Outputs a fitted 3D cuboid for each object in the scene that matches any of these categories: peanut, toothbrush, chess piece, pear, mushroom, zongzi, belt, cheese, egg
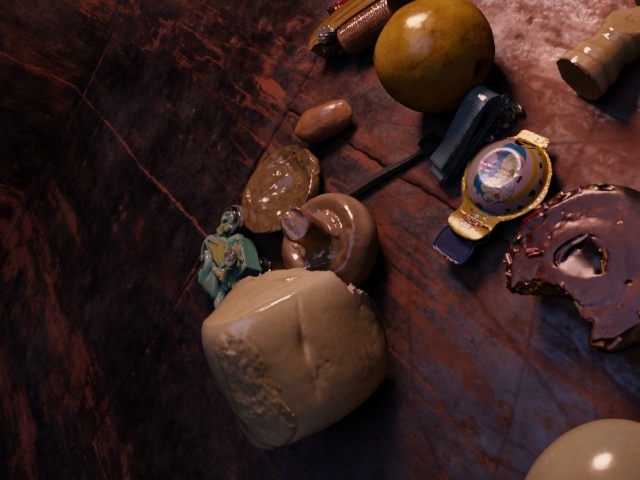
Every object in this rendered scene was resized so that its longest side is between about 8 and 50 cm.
[{"bbox_3d":[0.007,-0.266,1.198,0.152,0.076,0.076,-17,64,32],"label":"peanut"},{"bbox_3d":[0.115,-0.129,1.084,0.297,0.030,0.030,-31,30,32],"label":"toothbrush"},{"bbox_3d":[0.465,-0.311,0.805,0.200,0.090,0.090,-42,51,9],"label":"chess piece"},{"bbox_3d":[0.207,-0.328,0.946,0.208,0.208,0.209,-16,65,38],"label":"pear"},{"bbox_3d":[0.000,0.000,1.014,0.207,0.215,0.208,-10,70,29],"label":"mushroom"},{"bbox_3d":[0.059,-0.556,1.280,0.083,0.067,0.074,-18,51,17],"label":"zongzi"},{"bbox_3d":[0.264,-0.181,0.947,0.179,0.100,0.065,-59,46,30],"label":"belt"},{"bbox_3d":[0.282,-0.072,0.885,0.250,0.064,0.156,-57,46,8],"label":"cheese"},{"bbox_3d":[0.328,0.327,0.617,0.186,0.186,0.253,36,103,43],"label":"egg"}]

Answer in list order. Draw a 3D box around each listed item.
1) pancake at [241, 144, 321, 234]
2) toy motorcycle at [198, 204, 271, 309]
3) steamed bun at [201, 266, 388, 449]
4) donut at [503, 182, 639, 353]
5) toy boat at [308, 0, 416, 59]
[{"bbox_3d":[-0.091,-0.112,1.239,0.241,0.050,0.242,-23,50,30],"label":"pancake"},{"bbox_3d":[-0.224,0.067,1.269,0.198,0.109,0.297,-41,50,27],"label":"toy motorcycle"},{"bbox_3d":[-0.032,0.183,0.923,0.272,0.273,0.290,-29,98,27],"label":"steamed bun"},{"bbox_3d":[0.382,0.034,0.737,0.230,0.096,0.216,26,91,44],"label":"donut"},{"bbox_3d":[0.103,-0.483,1.177,0.310,0.089,0.115,-21,65,35],"label":"toy boat"}]
